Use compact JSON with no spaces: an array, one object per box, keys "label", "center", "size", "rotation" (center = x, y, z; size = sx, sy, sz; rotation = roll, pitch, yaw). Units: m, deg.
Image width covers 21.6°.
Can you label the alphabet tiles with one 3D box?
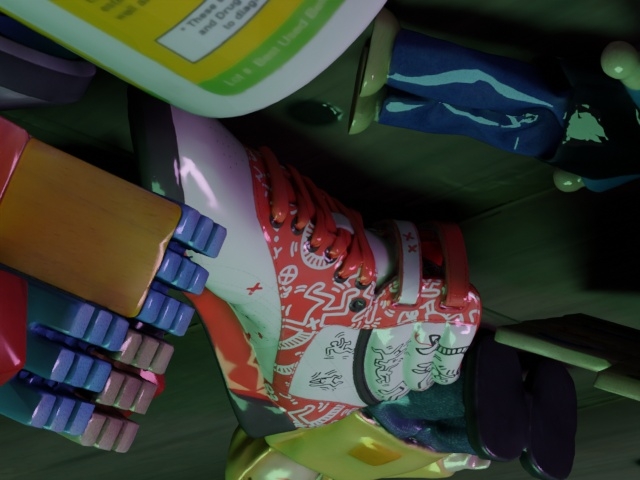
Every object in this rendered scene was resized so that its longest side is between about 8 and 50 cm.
[{"label":"alphabet tiles","center":[0.241,0.082,0.810],"size":[0.285,0.011,0.342],"rotation":[16,-176,18]}]

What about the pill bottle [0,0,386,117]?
[{"label":"pill bottle","center":[-0.093,-0.144,0.473],"size":[0.245,0.136,0.136],"rotation":[28,151,-37]}]

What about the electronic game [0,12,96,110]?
[{"label":"electronic game","center":[-0.176,-0.112,0.558],"size":[0.229,0.048,0.229],"rotation":[32,-172,-5]}]

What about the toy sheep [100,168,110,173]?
[{"label":"toy sheep","center":[-0.128,0.001,0.893],"size":[0.132,0.091,0.091],"rotation":[23,168,35]}]

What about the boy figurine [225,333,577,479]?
[{"label":"boy figurine","center":[0.027,0.129,1.133],"size":[0.285,0.092,0.177],"rotation":[-18,148,41]}]

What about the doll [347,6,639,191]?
[{"label":"doll","center":[0.110,-0.056,0.721],"size":[0.189,0.046,0.129],"rotation":[11,158,-3]}]

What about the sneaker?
[{"label":"sneaker","center":[0.000,-0.001,0.857],"size":[0.145,0.090,0.270],"rotation":[-14,140,4]}]

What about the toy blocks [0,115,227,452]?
[{"label":"toy blocks","center":[-0.166,-0.006,0.666],"size":[0.261,0.191,0.381],"rotation":[22,175,18]}]
